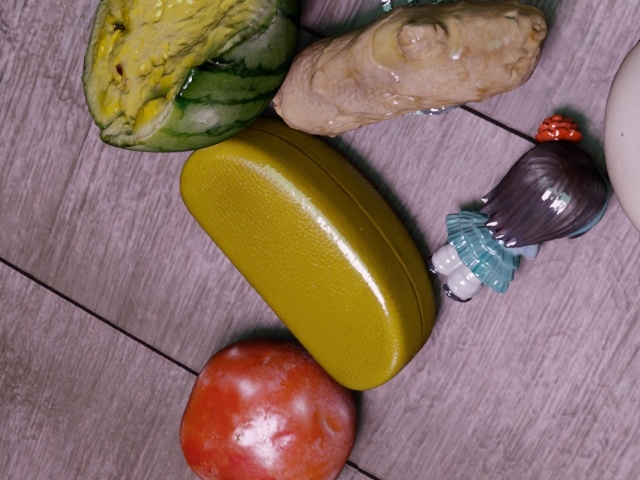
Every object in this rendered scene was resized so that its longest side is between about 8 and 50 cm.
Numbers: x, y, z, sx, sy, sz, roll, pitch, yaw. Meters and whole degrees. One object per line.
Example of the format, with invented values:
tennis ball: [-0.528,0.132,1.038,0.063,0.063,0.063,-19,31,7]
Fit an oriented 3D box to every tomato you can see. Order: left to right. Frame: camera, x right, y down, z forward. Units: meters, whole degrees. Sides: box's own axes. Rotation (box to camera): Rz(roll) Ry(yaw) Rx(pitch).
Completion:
tomato: [-0.067,0.235,1.738,0.232,0.188,0.232,4,104,16]

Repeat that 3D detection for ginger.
ginger: [0.094,-0.202,1.575,0.354,0.190,0.126,-15,83,33]

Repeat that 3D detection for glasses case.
glasses case: [0.000,0.000,1.678,0.371,0.141,0.173,49,128,2]

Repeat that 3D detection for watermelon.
watermelon: [-0.135,-0.236,1.612,0.189,0.331,0.331,23,116,-29]

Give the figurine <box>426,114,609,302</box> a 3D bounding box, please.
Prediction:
figurine: [0.229,-0.029,1.612,0.245,0.110,0.138,-41,71,30]

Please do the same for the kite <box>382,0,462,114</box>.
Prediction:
kite: [0.117,-0.269,1.632,0.141,0.015,0.245,-13,101,19]

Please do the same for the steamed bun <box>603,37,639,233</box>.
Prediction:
steamed bun: [0.454,-0.116,1.410,0.324,0.206,0.324,-2,83,14]
